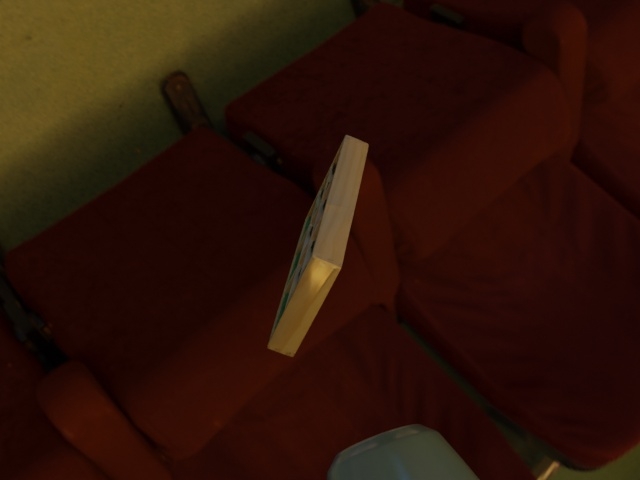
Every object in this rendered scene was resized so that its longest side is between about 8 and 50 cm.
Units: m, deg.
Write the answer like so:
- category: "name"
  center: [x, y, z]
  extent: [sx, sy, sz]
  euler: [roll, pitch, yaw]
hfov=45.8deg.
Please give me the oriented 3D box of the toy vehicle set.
- category: "toy vehicle set"
  center: [0.000, 0.000, 0.972]
  extent: [0.035, 0.266, 0.166]
  euler: [22, 128, -6]

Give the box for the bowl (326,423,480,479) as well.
- category: "bowl"
  center: [0.137, 0.446, 1.397]
  extent: [0.312, 0.163, 0.311]
  euler: [-17, 157, -7]
